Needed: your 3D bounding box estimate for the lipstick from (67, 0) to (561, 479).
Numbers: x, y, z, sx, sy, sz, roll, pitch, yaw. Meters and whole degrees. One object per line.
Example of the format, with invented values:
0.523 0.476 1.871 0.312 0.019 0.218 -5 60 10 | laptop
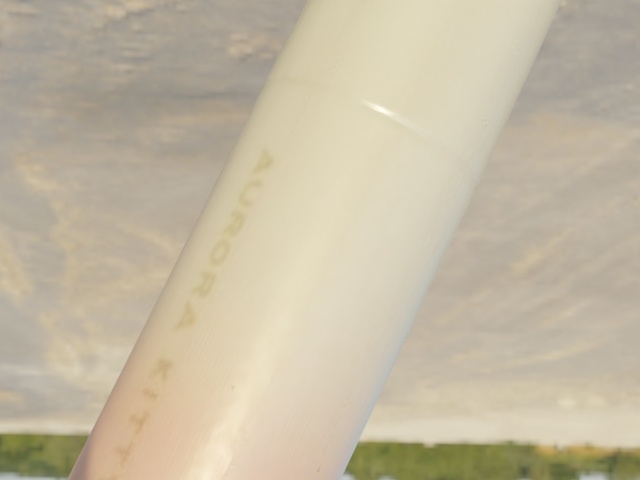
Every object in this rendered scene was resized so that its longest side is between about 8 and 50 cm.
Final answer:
0.000 0.000 0.509 0.087 0.327 0.087 25 170 5 | lipstick
